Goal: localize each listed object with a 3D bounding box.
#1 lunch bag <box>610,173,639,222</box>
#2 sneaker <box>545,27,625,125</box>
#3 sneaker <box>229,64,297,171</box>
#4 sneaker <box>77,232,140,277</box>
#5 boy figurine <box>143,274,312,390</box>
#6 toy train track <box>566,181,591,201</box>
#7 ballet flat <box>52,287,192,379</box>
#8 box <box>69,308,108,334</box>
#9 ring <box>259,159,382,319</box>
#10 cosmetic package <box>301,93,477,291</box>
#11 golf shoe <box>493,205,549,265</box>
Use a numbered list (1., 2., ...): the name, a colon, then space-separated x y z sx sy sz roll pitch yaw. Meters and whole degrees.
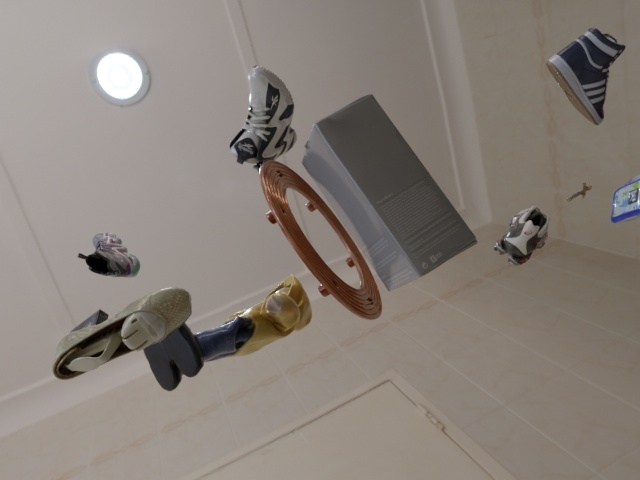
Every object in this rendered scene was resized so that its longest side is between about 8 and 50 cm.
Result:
1. lunch bag: 0.762 -0.105 1.102 0.151 0.129 0.096 -41 -94 -18
2. sneaker: 0.722 -0.428 1.245 0.282 0.099 0.153 30 -63 -36
3. sneaker: -0.133 -0.237 1.007 0.094 0.235 0.153 30 -112 15
4. sneaker: -0.297 0.018 0.639 0.069 0.098 0.038 1 -64 -59
5. boy figurine: -0.101 0.117 0.694 0.285 0.177 0.092 -19 -105 -51
6. toy train track: 0.680 -0.121 1.243 0.083 0.014 0.048 -27 -55 -13
7. ballet flat: -0.210 0.106 0.509 0.168 0.052 0.057 -26 -62 9
8. box: -0.359 0.153 0.724 0.067 0.083 0.018 -35 -56 12
9. ring: 0.000 0.000 0.845 0.032 0.336 0.336 -36 -65 16
10. cosmetic package: 0.082 -0.059 0.644 0.107 0.127 0.237 -29 -96 -16
11. golf shoe: 0.547 -0.034 1.218 0.273 0.105 0.120 -36 -21 -48
